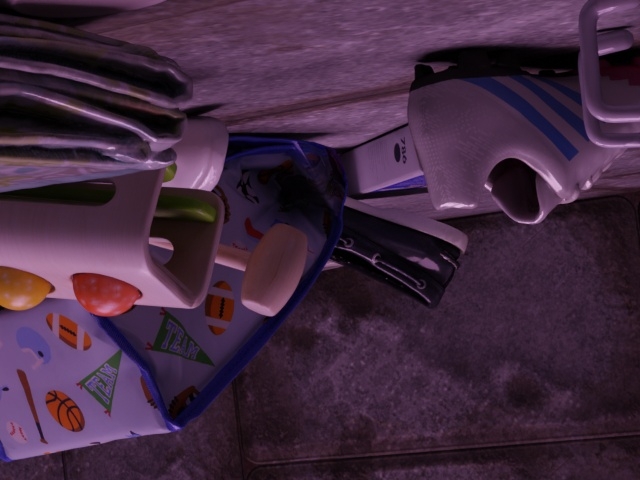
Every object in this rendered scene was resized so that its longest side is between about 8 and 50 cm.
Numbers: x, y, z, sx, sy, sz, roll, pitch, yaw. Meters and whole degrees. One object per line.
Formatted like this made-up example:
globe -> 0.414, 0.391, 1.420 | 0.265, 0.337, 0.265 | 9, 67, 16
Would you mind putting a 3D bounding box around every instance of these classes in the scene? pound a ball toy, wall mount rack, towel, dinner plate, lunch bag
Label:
pound a ball toy -> -0.195, 0.009, 1.382 | 0.319, 0.136, 0.208 | 4, 158, 22
wall mount rack -> 0.343, -0.131, 1.238 | 0.304, 0.130, 0.350 | -4, 178, 8
towel -> -0.306, -0.077, 1.030 | 0.374, 0.090, 0.320 | -5, 176, 44
dinner plate -> -0.125, -0.141, 0.940 | 0.141, 0.017, 0.141 | -8, 177, 0
lunch bag -> -0.188, 0.030, 1.826 | 0.328, 0.239, 0.385 | -12, -157, 45

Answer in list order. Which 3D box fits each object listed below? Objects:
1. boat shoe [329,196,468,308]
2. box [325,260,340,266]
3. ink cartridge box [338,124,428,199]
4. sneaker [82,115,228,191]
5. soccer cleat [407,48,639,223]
boat shoe -> 0.000, 0.001, 2.034 | 0.340, 0.113, 0.127 | 16, 171, -3
box -> -0.089, -0.014, 2.341 | 0.232, 0.127, 0.148 | -6, 177, -20
ink cartridge box -> 0.146, -0.095, 1.935 | 0.165, 0.065, 0.333 | -4, 178, -19
sneaker -> -0.174, -0.075, 1.577 | 0.094, 0.080, 0.212 | 11, 167, -40
soccer cleat -> 0.204, -0.087, 1.472 | 0.331, 0.143, 0.116 | -5, 176, -39
